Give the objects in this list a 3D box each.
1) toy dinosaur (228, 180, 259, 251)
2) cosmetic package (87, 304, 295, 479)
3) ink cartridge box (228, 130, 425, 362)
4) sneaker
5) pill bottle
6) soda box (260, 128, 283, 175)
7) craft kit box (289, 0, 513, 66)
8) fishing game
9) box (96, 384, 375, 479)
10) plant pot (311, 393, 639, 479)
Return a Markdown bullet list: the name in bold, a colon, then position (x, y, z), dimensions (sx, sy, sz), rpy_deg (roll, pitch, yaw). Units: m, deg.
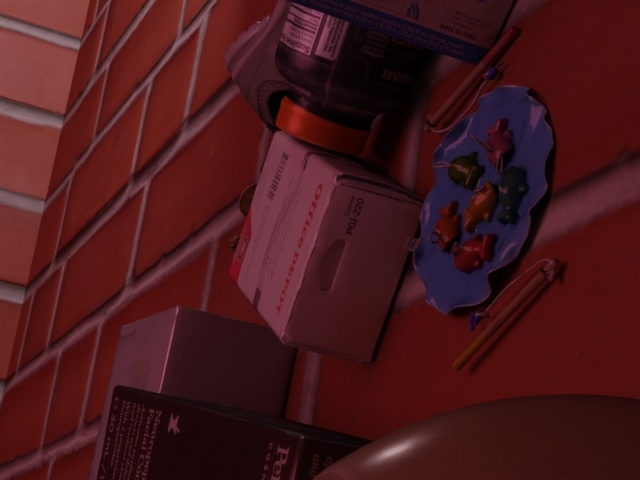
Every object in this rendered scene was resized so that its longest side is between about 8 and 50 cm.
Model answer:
- **toy dinosaur**: position (-0.034, -0.043, 1.386), dimensions (0.053, 0.093, 0.183), rpy_deg (-105, 36, -54)
- **cosmetic package**: position (-0.143, 0.198, 1.437), dimensions (0.224, 0.138, 0.224), rpy_deg (158, 126, -65)
- **ink cartridge box**: position (0.000, 0.000, 1.267), dimensions (0.218, 0.092, 0.158), rpy_deg (-136, 63, -70)
- **sneaker**: position (0.003, -0.213, 1.459), dimensions (0.281, 0.105, 0.115), rpy_deg (-41, 68, 54)
- **pill bottle**: position (0.037, -0.205, 1.264), dimensions (0.130, 0.131, 0.245), rpy_deg (-131, 58, -67)
- **soda box**: position (-0.002, -0.117, 1.406), dimensions (0.169, 0.060, 0.053), rpy_deg (-62, 24, 29)
- **craft kit box**: position (0.064, -0.288, 1.077), dimensions (0.061, 0.250, 0.246), rpy_deg (-105, 37, -57)
- **fishing game**: position (0.114, -0.035, 1.067), dimensions (0.189, 0.041, 0.264), rpy_deg (-49, 31, 45)
- **box**: position (-0.064, 0.237, 1.124), dimensions (0.381, 0.143, 0.191), rpy_deg (-1, 77, 60)
- **plant pot**: position (0.079, 0.207, 0.754), dimensions (0.284, 0.191, 0.284), rpy_deg (-164, 90, -70)
